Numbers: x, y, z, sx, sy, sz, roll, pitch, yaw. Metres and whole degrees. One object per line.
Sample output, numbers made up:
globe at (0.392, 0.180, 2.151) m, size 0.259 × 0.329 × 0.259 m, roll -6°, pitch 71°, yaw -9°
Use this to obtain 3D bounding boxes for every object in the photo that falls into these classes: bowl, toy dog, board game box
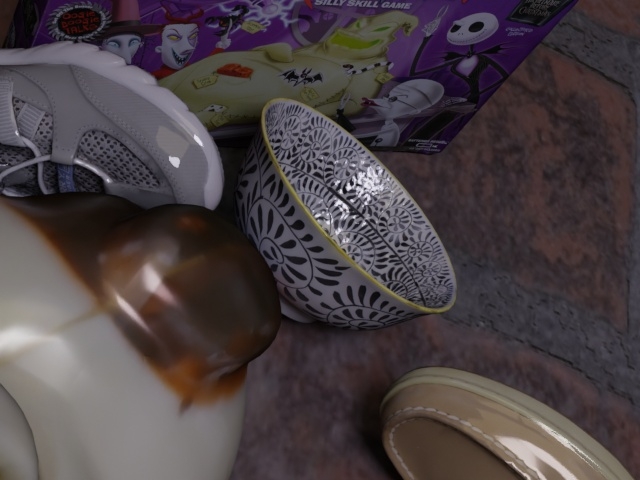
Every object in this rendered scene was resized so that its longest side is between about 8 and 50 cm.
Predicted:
bowl at (0.000, 0.000, 0.751) m, size 0.170 × 0.080 × 0.170 m, roll 39°, pitch 23°, yaw -20°
toy dog at (-0.148, 0.140, 0.446) m, size 0.395 × 0.284 × 0.408 m, roll 25°, pitch 46°, yaw -11°
board game box at (-0.019, -0.132, 0.771) m, size 0.346 × 0.208 × 0.056 m, roll -1°, pitch 57°, yaw -29°

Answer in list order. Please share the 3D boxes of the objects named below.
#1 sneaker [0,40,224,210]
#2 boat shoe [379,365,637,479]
sneaker at (-0.189, -0.046, 0.660) m, size 0.281 × 0.105 × 0.115 m, roll 14°, pitch 52°, yaw 15°
boat shoe at (0.142, 0.198, 0.682) m, size 0.302 × 0.109 × 0.098 m, roll 45°, pitch 46°, yaw 1°
